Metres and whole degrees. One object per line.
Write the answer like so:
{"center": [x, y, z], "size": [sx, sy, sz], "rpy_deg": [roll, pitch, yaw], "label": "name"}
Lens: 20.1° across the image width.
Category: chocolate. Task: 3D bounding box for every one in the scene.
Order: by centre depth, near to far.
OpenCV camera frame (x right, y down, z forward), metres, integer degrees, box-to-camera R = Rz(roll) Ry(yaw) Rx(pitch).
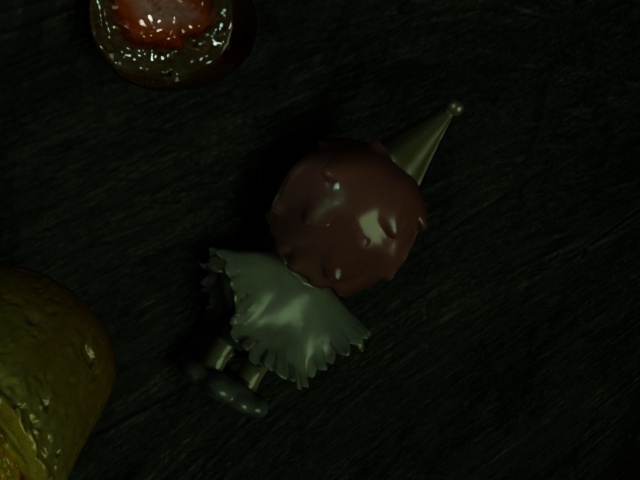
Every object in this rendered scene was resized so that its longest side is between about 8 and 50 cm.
{"center": [-0.115, -0.178, 1.488], "size": [0.127, 0.133, 0.124], "rpy_deg": [-15, 133, -48], "label": "chocolate"}

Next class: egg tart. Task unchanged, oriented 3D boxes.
{"center": [-0.267, 0.121, 1.494], "size": [0.147, 0.203, 0.202], "rpy_deg": [-51, 153, -41], "label": "egg tart"}

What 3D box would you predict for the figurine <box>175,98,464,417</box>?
{"center": [0.000, 0.000, 1.820], "size": [0.207, 0.166, 0.387], "rpy_deg": [30, 99, -25], "label": "figurine"}
